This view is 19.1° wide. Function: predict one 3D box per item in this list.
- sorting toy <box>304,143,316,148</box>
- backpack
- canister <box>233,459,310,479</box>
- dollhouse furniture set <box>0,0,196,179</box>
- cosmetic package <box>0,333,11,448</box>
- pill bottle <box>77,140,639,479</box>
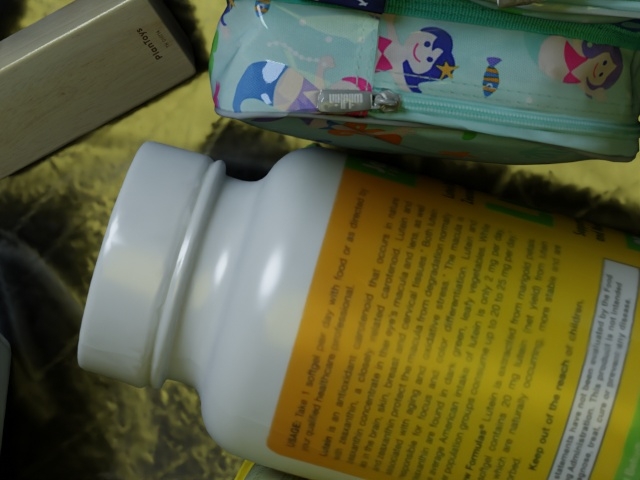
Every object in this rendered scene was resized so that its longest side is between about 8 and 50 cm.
[{"bbox_3d":[0.000,0.000,0.869,0.062,0.012,0.083,17,99,3],"label":"sorting toy"},{"bbox_3d":[0.062,-0.126,0.739,0.254,0.225,0.191,-2,98,-4],"label":"backpack"},{"bbox_3d":[0.007,0.147,0.806,0.126,0.170,0.073,28,100,4],"label":"canister"},{"bbox_3d":[-0.136,-0.142,0.864,0.144,0.123,0.151,-27,127,11],"label":"dollhouse furniture set"},{"bbox_3d":[-0.233,0.108,0.816,0.151,0.151,0.183,2,71,8],"label":"cosmetic package"},{"bbox_3d":[0.031,0.039,0.795,0.246,0.136,0.136,16,99,0],"label":"pill bottle"}]
